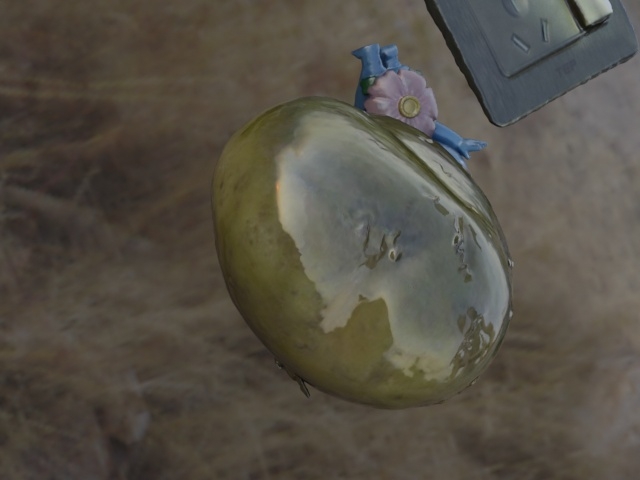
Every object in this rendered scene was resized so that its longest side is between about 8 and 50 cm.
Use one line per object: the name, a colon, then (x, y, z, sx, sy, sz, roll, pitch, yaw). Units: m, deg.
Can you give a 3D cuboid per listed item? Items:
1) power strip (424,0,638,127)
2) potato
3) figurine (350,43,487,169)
power strip: (0.197, -0.265, 1.740, 0.251, 0.092, 0.257, -29, 91, -29)
potato: (0.025, 0.002, 0.936, 0.191, 0.141, 0.296, 43, 16, 0)
figurine: (0.059, -0.082, 1.443, 0.114, 0.144, 0.178, -16, 93, -47)
